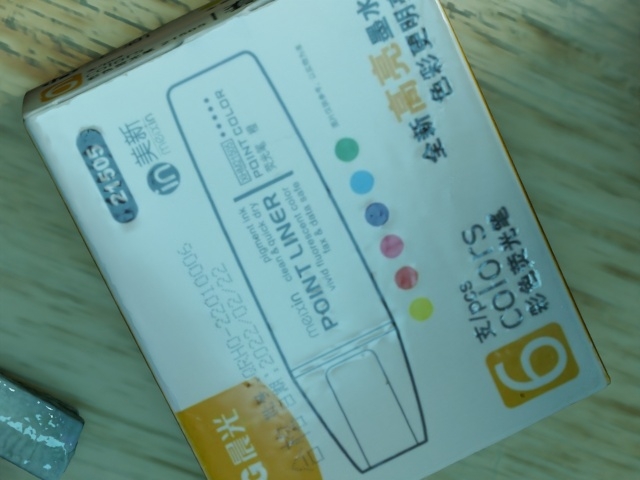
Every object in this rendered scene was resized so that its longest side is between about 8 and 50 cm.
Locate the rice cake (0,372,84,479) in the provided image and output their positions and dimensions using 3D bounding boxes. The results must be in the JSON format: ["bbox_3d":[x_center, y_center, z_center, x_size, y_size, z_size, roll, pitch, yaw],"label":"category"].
[{"bbox_3d":[-0.240,0.062,1.007,0.245,0.042,0.045,24,97,-14],"label":"rice cake"}]

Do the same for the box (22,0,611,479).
[{"bbox_3d":[0.000,0.000,1.003,0.221,0.091,0.274,-28,106,0],"label":"box"}]
